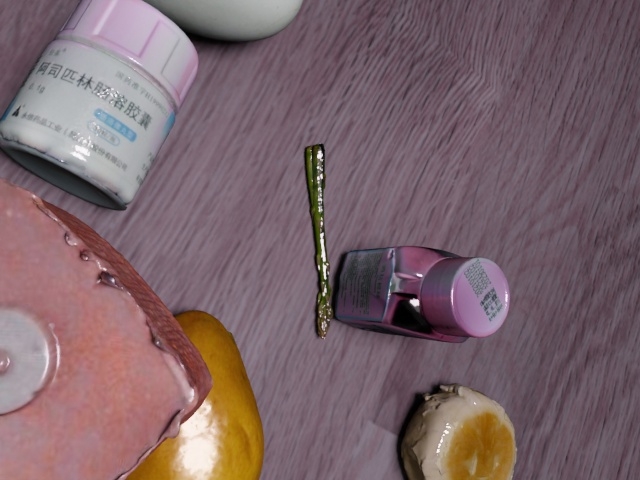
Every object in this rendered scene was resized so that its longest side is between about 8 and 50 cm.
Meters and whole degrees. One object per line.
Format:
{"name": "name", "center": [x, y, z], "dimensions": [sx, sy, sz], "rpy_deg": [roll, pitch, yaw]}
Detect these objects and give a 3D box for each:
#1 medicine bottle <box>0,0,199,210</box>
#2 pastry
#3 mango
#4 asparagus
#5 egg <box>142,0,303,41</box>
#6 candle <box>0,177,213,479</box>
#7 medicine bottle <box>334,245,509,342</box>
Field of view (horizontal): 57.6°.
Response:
{"name": "medicine bottle", "center": [-0.205, -0.131, 0.553], "dimensions": [0.135, 0.135, 0.169], "rpy_deg": [29, 73, -20]}
{"name": "pastry", "center": [0.174, 0.261, 0.720], "dimensions": [0.165, 0.088, 0.166], "rpy_deg": [1, 87, -25]}
{"name": "mango", "center": [-0.126, 0.183, 0.577], "dimensions": [0.147, 0.109, 0.228], "rpy_deg": [8, 74, -17]}
{"name": "asparagus", "center": [0.000, 0.000, 0.696], "dimensions": [0.023, 0.022, 0.233], "rpy_deg": [0, 84, -42]}
{"name": "egg", "center": [-0.130, -0.304, 0.573], "dimensions": [0.264, 0.182, 0.183], "rpy_deg": [33, 73, -26]}
{"name": "candle", "center": [-0.235, 0.107, 0.491], "dimensions": [0.286, 0.131, 0.317], "rpy_deg": [0, 84, 2]}
{"name": "medicine bottle", "center": [0.110, 0.060, 0.646], "dimensions": [0.119, 0.188, 0.095], "rpy_deg": [17, 78, -27]}
